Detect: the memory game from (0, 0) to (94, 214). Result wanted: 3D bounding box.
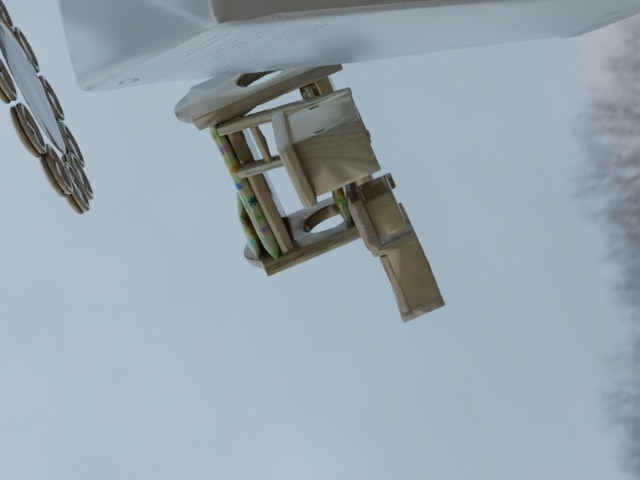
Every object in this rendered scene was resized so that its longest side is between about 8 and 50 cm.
[{"bbox_3d":[-0.197,-0.101,1.160,0.186,0.012,0.186,64,-178,-4],"label":"memory game"}]

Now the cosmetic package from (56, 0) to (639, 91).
[{"bbox_3d":[-0.001,-0.263,0.700,0.284,0.097,0.377,-12,-93,-42],"label":"cosmetic package"}]

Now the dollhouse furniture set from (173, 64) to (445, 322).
[{"bbox_3d":[0.000,0.000,1.000,0.161,0.101,0.182,-103,-10,-66],"label":"dollhouse furniture set"}]
